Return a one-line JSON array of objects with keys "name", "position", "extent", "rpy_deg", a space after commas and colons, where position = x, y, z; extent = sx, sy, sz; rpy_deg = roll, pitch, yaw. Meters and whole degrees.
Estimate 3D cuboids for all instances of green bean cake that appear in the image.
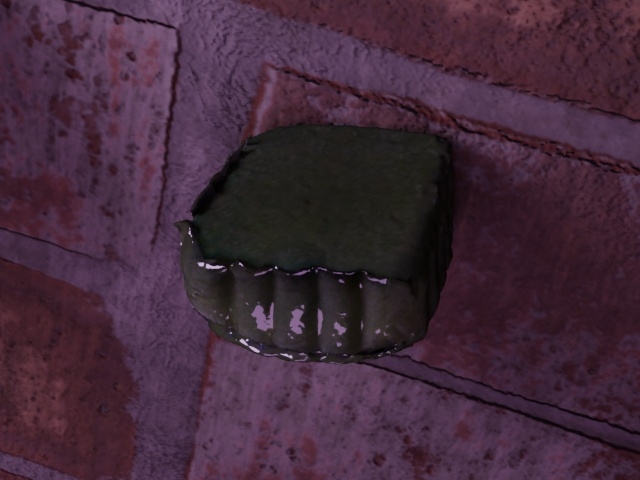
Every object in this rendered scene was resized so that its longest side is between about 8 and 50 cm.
[{"name": "green bean cake", "position": [0.000, 0.000, 1.403], "extent": [0.223, 0.227, 0.124], "rpy_deg": [7, 126, 15]}]
